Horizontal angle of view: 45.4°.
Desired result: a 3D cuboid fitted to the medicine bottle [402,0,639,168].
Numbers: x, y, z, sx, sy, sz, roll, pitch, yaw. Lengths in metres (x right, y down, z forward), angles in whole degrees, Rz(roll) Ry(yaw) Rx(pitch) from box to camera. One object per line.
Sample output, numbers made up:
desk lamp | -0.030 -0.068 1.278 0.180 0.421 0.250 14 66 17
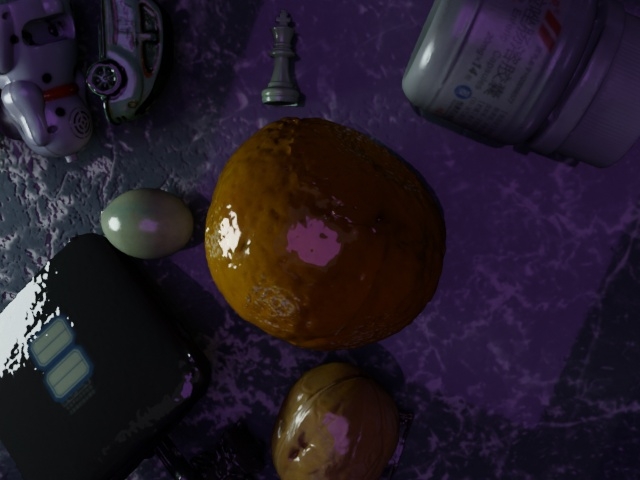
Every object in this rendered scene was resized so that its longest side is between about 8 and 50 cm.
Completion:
medicine bottle | 0.291 -0.248 1.044 0.306 0.245 0.245 23 99 -2

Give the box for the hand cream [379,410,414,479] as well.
hand cream | 0.101 0.349 1.243 0.062 0.039 0.163 18 92 8

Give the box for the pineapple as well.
pineapple | -0.180 0.428 1.249 0.158 0.158 0.279 36 87 3

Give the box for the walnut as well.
walnut | 0.021 0.299 1.172 0.193 0.193 0.226 20 98 6

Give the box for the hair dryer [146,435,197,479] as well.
hair dryer | -0.245 0.323 1.221 0.219 0.071 0.124 37 105 47

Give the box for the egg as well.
egg | -0.276 -0.027 1.217 0.152 0.114 0.114 6 97 11

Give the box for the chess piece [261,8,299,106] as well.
chess piece | -0.059 -0.286 1.191 0.059 0.059 0.149 4 91 8

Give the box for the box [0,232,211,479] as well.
box | -0.379 0.210 1.225 0.359 0.091 0.350 -45 69 11

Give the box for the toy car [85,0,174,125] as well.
toy car | -0.290 -0.331 1.183 0.125 0.136 0.306 1 95 -5

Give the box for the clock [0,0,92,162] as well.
clock | -0.444 -0.245 1.210 0.189 0.189 0.254 -9 109 9

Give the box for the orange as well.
orange | 0.000 0.000 1.074 0.340 0.340 0.293 37 111 3
